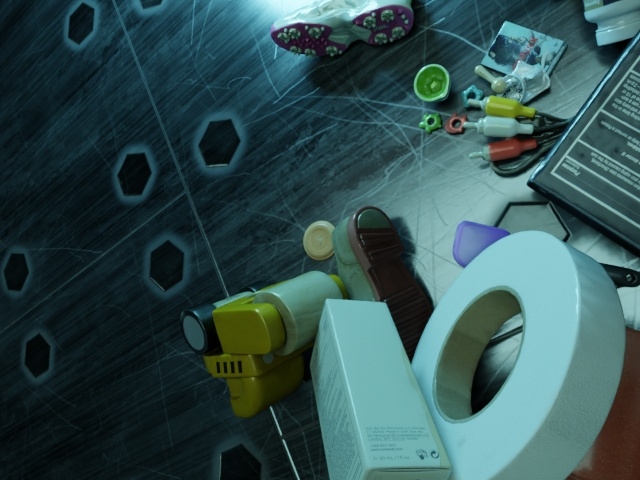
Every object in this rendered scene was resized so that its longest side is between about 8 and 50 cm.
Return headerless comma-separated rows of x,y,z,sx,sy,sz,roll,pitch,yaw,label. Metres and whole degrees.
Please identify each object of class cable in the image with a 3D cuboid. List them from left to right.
0.388,-0.180,0.836,0.286,0.072,0.140,0,98,26,cable

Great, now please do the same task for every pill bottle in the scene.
0.458,-0.400,0.784,0.094,0.094,0.170,-10,107,27,pill bottle

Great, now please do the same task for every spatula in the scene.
0.373,0.034,0.850,0.296,0.030,0.084,14,93,28,spatula

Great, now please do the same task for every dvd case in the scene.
0.361,-0.331,0.898,0.119,0.013,0.087,35,102,24,dvd case

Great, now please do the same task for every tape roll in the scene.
0.244,0.173,0.712,0.071,0.392,0.392,27,100,-9,tape roll

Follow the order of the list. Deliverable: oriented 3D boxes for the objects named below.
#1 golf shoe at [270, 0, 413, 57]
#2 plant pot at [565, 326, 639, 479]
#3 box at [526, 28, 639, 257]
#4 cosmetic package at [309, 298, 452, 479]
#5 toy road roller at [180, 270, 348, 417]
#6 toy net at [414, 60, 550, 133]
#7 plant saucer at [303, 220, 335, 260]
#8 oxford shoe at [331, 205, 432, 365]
0.042,-0.468,1.036,0.305,0.115,0.140,-1,74,21,golf shoe
0.376,0.250,0.714,0.272,0.272,0.265,16,85,28,plant pot
0.497,-0.120,0.690,0.296,0.182,0.294,38,104,15,box
0.068,0.244,0.738,0.310,0.113,0.160,-103,22,-56,cosmetic package
-0.094,0.206,0.970,0.329,0.202,0.241,-15,94,45,toy road roller
0.285,-0.260,0.905,0.232,0.045,0.122,3,92,30,toy net
0.000,0.000,1.058,0.083,0.013,0.084,-2,85,28,plant saucer
0.115,0.114,0.954,0.130,0.122,0.349,-27,77,56,oxford shoe
